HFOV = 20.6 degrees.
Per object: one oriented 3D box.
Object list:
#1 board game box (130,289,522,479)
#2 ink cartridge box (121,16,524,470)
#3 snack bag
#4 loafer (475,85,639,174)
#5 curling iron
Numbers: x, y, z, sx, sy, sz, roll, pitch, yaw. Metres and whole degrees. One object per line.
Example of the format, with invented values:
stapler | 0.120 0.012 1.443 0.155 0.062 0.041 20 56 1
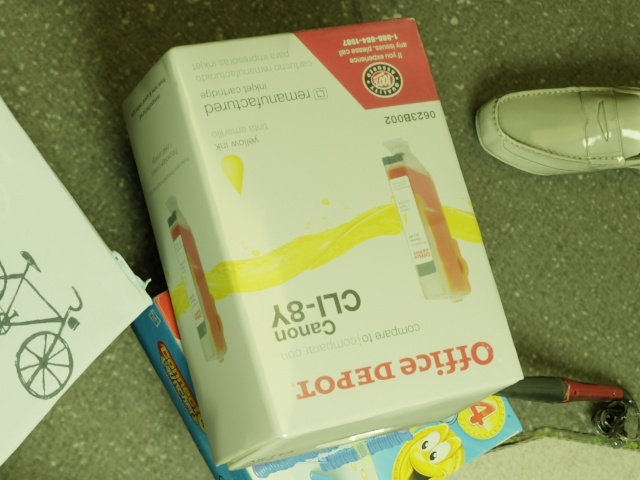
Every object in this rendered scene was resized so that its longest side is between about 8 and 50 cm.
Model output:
board game box | 0.008 0.138 1.815 0.302 0.086 0.308 -28 87 -29
ink cartridge box | 0.000 0.000 1.713 0.279 0.160 0.384 -10 78 -28
snack bag | -0.341 0.043 1.576 0.342 0.037 0.323 -49 118 -30
loafer | 0.331 -0.135 2.040 0.320 0.111 0.112 -1 74 -25
curling iron | 0.264 0.173 1.895 0.274 0.035 0.068 19 51 -45
